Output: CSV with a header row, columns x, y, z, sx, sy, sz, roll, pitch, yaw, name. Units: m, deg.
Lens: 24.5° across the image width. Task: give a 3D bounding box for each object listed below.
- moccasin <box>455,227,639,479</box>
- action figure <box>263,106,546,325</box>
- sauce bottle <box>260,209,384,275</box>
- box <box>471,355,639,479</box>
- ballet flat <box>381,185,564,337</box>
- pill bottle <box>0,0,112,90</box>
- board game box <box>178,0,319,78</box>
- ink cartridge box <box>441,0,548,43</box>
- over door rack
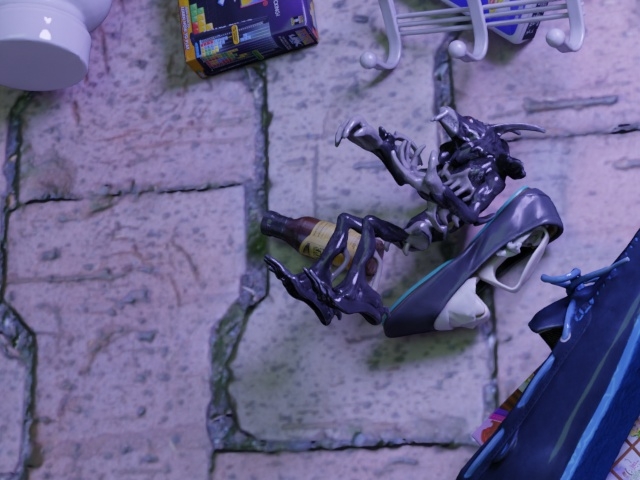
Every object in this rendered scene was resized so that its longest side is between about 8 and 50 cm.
x,y,z,sx,sy,sz,roll,pitch,yaw,name
0.220,0.089,1.235,0.117,0.138,0.342,27,80,32,moccasin
0.081,-0.048,1.367,0.275,0.141,0.164,-44,24,-15,action figure
0.000,0.000,1.467,0.128,0.042,0.042,18,77,27,sauce bottle
0.303,0.202,1.270,0.201,0.057,0.293,-46,62,0,box
0.149,0.035,1.384,0.203,0.074,0.074,-42,62,-2,ballet flat
-0.310,-0.326,1.631,0.169,0.169,0.302,-6,68,18,pill bottle
-0.084,-0.275,1.596,0.141,0.048,0.170,-16,66,15,board game box
0.161,-0.336,1.471,0.208,0.045,0.206,35,121,25,ink cartridge box
0.117,-0.330,1.410,0.239,0.108,0.324,0,101,37,over door rack
